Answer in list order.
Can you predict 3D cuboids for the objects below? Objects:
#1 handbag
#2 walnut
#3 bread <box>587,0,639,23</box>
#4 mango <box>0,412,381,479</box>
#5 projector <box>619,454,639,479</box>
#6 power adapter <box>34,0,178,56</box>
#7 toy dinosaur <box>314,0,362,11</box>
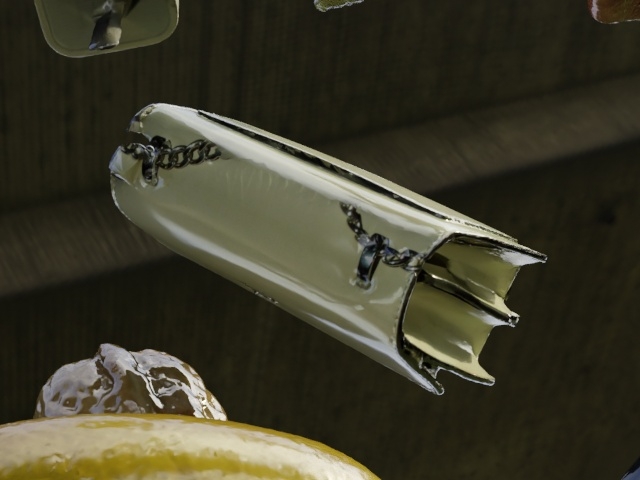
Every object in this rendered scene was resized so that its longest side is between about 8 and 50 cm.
[{"bbox_3d":[0.000,0.000,1.266,0.236,0.358,0.160,25,-90,-57],"label":"handbag"},{"bbox_3d":[-0.189,0.204,1.346,0.198,0.245,0.198,-14,-53,-20],"label":"walnut"},{"bbox_3d":[0.372,-0.329,1.646,0.119,0.067,0.192,-29,-30,-4],"label":"bread"},{"bbox_3d":[-0.152,0.235,0.829,0.445,0.220,0.301,-8,-43,3],"label":"mango"},{"bbox_3d":[0.398,0.292,0.962,0.242,0.395,0.405,11,-60,-47],"label":"projector"},{"bbox_3d":[-0.193,-0.237,1.193,0.125,0.205,0.130,-9,-59,1],"label":"power adapter"},{"bbox_3d":[0.122,-0.270,1.245,0.294,0.162,0.077,-8,-76,17],"label":"toy dinosaur"}]
